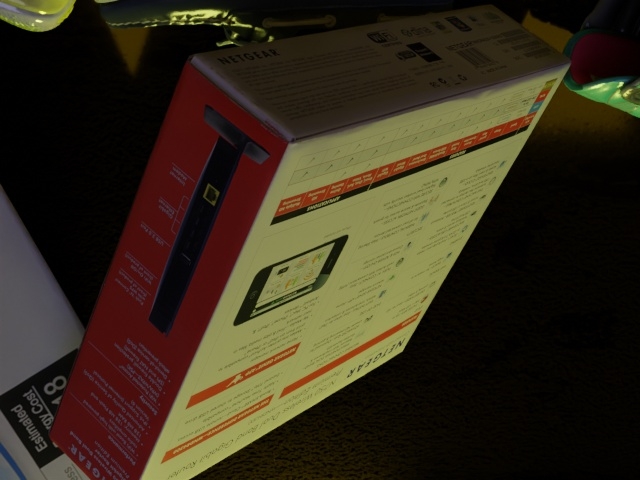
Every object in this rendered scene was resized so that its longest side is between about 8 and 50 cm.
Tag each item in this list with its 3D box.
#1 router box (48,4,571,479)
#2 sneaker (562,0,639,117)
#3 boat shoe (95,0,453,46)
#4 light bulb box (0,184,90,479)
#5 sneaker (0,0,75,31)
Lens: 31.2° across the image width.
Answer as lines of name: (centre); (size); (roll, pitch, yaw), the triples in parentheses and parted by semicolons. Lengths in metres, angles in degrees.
router box: (0.000, 0.000, 0.786); (0.082, 0.335, 0.301); (40, 124, 21)
sneaker: (0.264, -0.096, 0.846); (0.178, 0.124, 0.295); (0, 116, -9)
boat shoe: (-0.029, -0.170, 0.806); (0.254, 0.095, 0.079); (-12, 119, -10)
light bulb box: (-0.360, 0.100, 0.815); (0.361, 0.225, 0.358); (-32, 123, -14)
sneaker: (-0.258, -0.245, 0.762); (0.240, 0.091, 0.126); (27, 100, -19)
